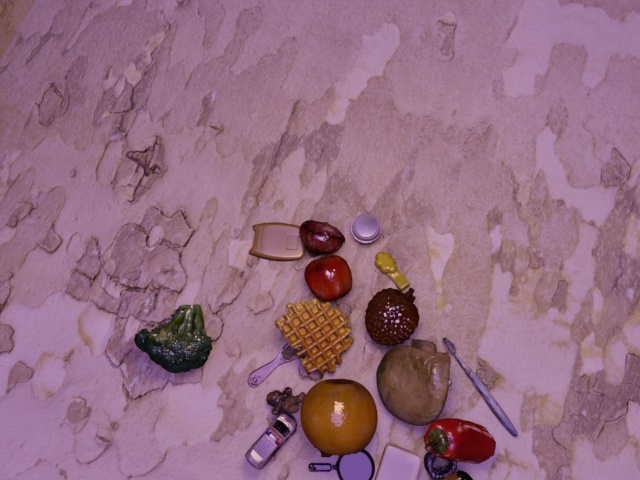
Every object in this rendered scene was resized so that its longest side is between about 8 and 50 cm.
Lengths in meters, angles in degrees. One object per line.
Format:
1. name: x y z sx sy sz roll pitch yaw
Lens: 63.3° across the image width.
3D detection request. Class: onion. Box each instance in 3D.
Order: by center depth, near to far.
1. onion: 0.000 0.000 1.982 0.184 0.184 0.146 21 115 9

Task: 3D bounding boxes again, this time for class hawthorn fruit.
1. hawthorn fruit: 0.039 0.153 1.927 0.179 0.179 0.200 -22 91 -2

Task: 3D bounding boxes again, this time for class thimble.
1. thimble: 0.411 0.765 1.786 0.105 0.066 0.095 -24 76 -6

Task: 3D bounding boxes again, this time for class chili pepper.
1. chili pepper: 0.414 0.651 1.701 0.339 0.134 0.131 18 43 -31

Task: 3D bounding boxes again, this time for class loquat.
1. loquat: 0.058 0.604 1.757 0.275 0.275 0.274 -1 75 4

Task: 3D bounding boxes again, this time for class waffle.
1. waffle: -0.022 0.351 1.864 0.310 0.065 0.282 13 93 -16

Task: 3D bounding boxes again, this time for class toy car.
1. toy car: -0.171 0.699 1.821 0.089 0.108 0.209 40 80 15

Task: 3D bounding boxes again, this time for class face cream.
1. face cream: 0.175 -0.042 2.000 0.117 0.104 0.117 -1 74 3

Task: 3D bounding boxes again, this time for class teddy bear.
1. teddy bear: -0.120 0.581 1.858 0.161 0.077 0.119 -1 37 39

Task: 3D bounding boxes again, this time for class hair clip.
1. hair clip: 0.269 0.115 1.981 0.072 0.046 0.173 -32 73 -9

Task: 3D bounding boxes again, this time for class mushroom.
1. mushroom: 0.322 0.469 1.781 0.212 0.217 0.291 28 73 -10

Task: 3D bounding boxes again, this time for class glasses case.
1. glasses case: 0.238 0.865 1.767 0.131 0.070 0.312 19 77 9

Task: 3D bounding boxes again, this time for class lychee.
1. lychee: 0.261 0.266 1.868 0.200 0.200 0.238 39 87 13

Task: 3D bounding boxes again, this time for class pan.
1. pan: 0.074 0.797 1.818 0.235 0.028 0.136 -2 74 3

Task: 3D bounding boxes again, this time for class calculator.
1. calculator: -0.162 0.002 2.048 0.237 0.033 0.156 4 74 3

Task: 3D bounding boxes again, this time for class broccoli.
1. broccoli: -0.512 0.350 1.871 0.295 0.265 0.245 -10 58 25

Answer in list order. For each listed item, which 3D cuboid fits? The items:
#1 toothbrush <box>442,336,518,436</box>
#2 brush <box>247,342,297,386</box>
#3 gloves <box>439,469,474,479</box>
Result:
1. toothbrush: 0.567 0.520 1.856 0.035 0.042 0.413 -35 77 -6
2. brush: -0.143 0.432 1.917 0.313 0.067 0.072 -36 76 -4
3. gloves: 0.381 0.915 1.696 0.356 0.155 0.203 -42 96 -10
